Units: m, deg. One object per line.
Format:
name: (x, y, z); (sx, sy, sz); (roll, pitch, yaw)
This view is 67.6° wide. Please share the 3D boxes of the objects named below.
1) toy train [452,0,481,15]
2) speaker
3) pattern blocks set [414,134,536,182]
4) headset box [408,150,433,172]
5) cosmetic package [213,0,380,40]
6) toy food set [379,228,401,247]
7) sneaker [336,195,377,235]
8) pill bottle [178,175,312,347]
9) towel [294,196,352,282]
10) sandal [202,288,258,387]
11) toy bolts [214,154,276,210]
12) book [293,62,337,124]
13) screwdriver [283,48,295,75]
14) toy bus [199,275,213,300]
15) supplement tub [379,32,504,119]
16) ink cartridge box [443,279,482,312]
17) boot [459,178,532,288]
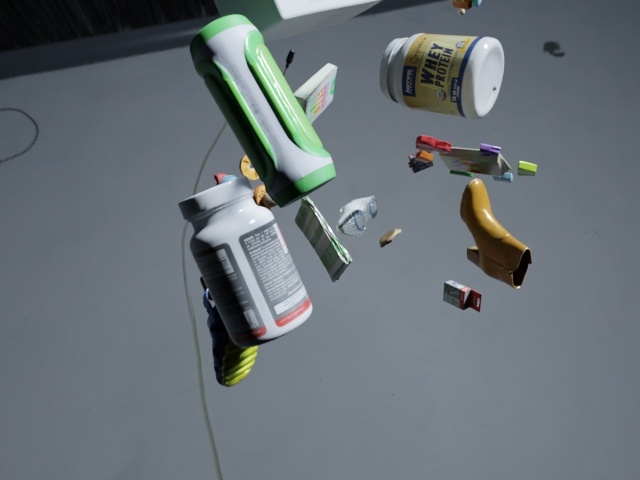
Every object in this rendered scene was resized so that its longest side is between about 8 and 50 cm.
toy train: (0.208, -0.471, 0.838); (0.166, 0.125, 0.046); (33, 53, 22)
speaker: (-0.093, -0.207, 0.786); (0.131, 0.131, 0.296); (-31, 93, -14)
pattern blocks set: (0.369, -0.192, 1.153); (0.285, 0.325, 0.026); (12, 91, 16)
headset box: (0.353, -0.282, 1.698); (0.083, 0.062, 0.032); (-23, 33, 1)
cosmetic package: (-0.050, -0.619, 1.115); (0.453, 0.161, 0.230); (-39, 110, -46)
toy food set: (0.238, -0.011, 1.653); (0.020, 0.082, 0.083); (49, 49, -12)
sneaker: (0.132, -0.096, 1.978); (0.129, 0.111, 0.297); (0, 22, 30)
pill bottle: (-0.178, 0.046, 1.125); (0.210, 0.210, 0.363); (-24, 98, -12)
towel: (0.000, 0.000, 1.950); (0.038, 0.248, 0.325); (-29, 75, -22)
sandal: (-0.256, 0.245, 1.318); (0.138, 0.126, 0.317); (8, 98, 34)
toy bolts: (-0.259, -0.211, 1.727); (0.228, 0.158, 0.218); (-3, 98, -40)
book: (-0.013, -0.308, 1.043); (0.035, 0.096, 0.144); (25, 54, 13)
screwdriver: (-0.128, -0.616, 1.738); (0.024, 0.170, 0.025); (33, 44, 3)
toy bus: (-0.295, 0.112, 1.787); (0.108, 0.333, 0.130); (-10, 109, 31)
supplement tub: (0.361, -0.500, 1.446); (0.316, 0.228, 0.228); (21, 66, 35)
ink cartridge box: (0.405, 0.162, 1.369); (0.029, 0.062, 0.115); (-16, 25, -30)
boot: (0.510, -0.020, 1.370); (0.104, 0.295, 0.211); (-21, 27, -20)
